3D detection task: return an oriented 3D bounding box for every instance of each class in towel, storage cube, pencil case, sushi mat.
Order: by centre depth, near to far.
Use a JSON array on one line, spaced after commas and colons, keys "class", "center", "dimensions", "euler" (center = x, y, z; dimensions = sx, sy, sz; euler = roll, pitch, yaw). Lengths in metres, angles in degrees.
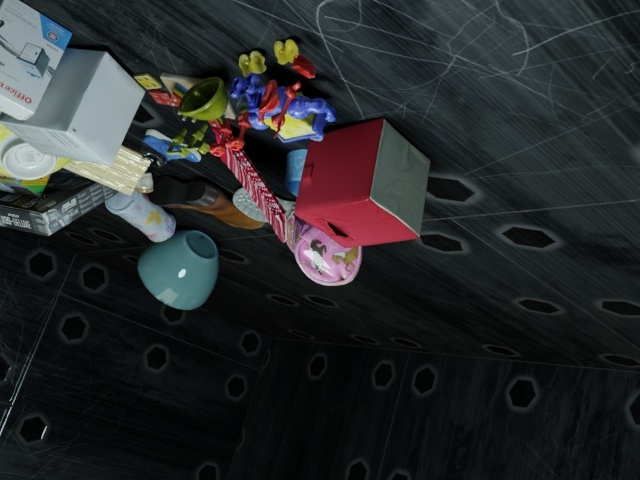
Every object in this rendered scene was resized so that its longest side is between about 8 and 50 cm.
[{"class": "storage cube", "center": [0.090, -0.114, 1.451], "dimensions": [0.193, 0.215, 0.184], "euler": [-8, 150, 40]}, {"class": "towel", "center": [-0.163, -0.132, 1.662], "dimensions": [0.275, 0.031, 0.199], "euler": [54, 169, 14]}, {"class": "pencil case", "center": [0.000, 0.000, 1.739], "dimensions": [0.167, 0.160, 0.386], "euler": [8, -172, -9]}, {"class": "sushi mat", "center": [-0.639, -0.235, 1.938], "dimensions": [0.317, 0.019, 0.151], "euler": [24, 127, -22]}, {"class": "pencil case", "center": [-0.586, -0.091, 2.308], "dimensions": [0.124, 0.113, 0.273], "euler": [19, 166, 28]}]

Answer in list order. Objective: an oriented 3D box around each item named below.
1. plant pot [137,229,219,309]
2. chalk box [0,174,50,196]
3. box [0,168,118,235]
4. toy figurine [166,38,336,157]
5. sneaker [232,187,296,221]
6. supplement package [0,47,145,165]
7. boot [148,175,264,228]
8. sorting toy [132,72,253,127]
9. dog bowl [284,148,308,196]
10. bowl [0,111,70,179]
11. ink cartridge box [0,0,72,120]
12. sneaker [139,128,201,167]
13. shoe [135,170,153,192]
[{"class": "plant pot", "center": [-0.475, 0.074, 2.521], "dimensions": [0.290, 0.290, 0.195], "euler": [27, 125, -28]}, {"class": "chalk box", "center": [-0.893, -0.268, 1.947], "dimensions": [0.180, 0.179, 0.289], "euler": [10, 161, 24]}, {"class": "box", "center": [-0.800, -0.129, 2.107], "dimensions": [0.243, 0.307, 0.076], "euler": [11, 122, 24]}, {"class": "toy figurine", "center": [-0.096, -0.217, 1.346], "dimensions": [0.363, 0.191, 0.217], "euler": [-5, 159, 45]}, {"class": "sneaker", "center": [-0.132, -0.081, 1.971], "dimensions": [0.235, 0.090, 0.095], "euler": [19, 173, -1]}, {"class": "supplement package", "center": [-0.522, -0.285, 1.493], "dimensions": [0.203, 0.194, 0.149], "euler": [12, 163, 26]}, {"class": "boot", "center": [-0.343, -0.109, 2.129], "dimensions": [0.264, 0.096, 0.280], "euler": [-4, 162, 32]}, {"class": "sorting toy", "center": [-0.270, -0.293, 1.497], "dimensions": [0.275, 0.046, 0.132], "euler": [13, 162, 14]}, {"class": "dog bowl", "center": [0.049, -0.122, 1.680], "dimensions": [0.297, 0.074, 0.166], "euler": [21, 163, -11]}, {"class": "bowl", "center": [-0.682, -0.234, 1.636], "dimensions": [0.290, 0.156, 0.289], "euler": [-16, 145, -11]}, {"class": "ink cartridge box", "center": [-0.593, -0.353, 1.372], "dimensions": [0.140, 0.190, 0.082], "euler": [29, 159, -34]}, {"class": "sneaker", "center": [-0.382, -0.212, 1.787], "dimensions": [0.152, 0.084, 0.058], "euler": [26, 161, -27]}, {"class": "shoe", "center": [-0.584, -0.196, 2.089], "dimensions": [0.219, 0.076, 0.058], "euler": [16, 119, 20]}]
